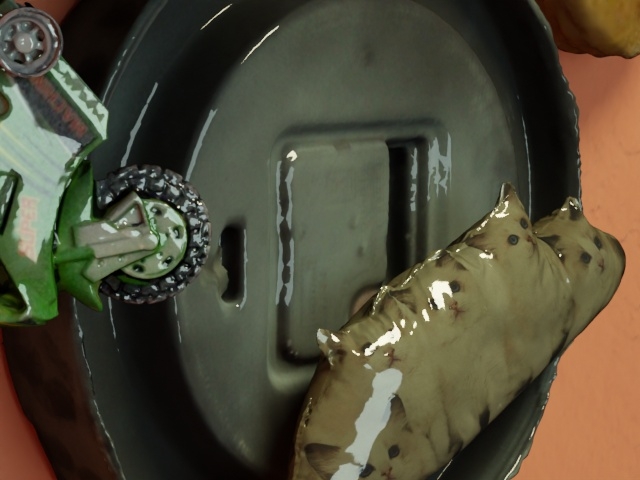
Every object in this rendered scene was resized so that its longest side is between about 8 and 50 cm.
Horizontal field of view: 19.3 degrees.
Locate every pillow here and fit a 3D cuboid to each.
[{"bbox_3d":[0.057,0.042,0.824,0.241,0.051,0.093,-36,120,-34],"label":"pillow"}]

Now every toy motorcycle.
[{"bbox_3d":[-0.128,-0.035,0.673,0.106,0.074,0.190,-43,106,-4],"label":"toy motorcycle"}]

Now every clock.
[{"bbox_3d":[0.000,0.000,0.844,0.325,0.067,0.325,-8,102,-45],"label":"clock"}]

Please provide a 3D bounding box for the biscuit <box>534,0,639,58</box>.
[{"bbox_3d":[0.156,-0.335,0.952,0.368,0.076,0.394,-53,132,-26],"label":"biscuit"}]
